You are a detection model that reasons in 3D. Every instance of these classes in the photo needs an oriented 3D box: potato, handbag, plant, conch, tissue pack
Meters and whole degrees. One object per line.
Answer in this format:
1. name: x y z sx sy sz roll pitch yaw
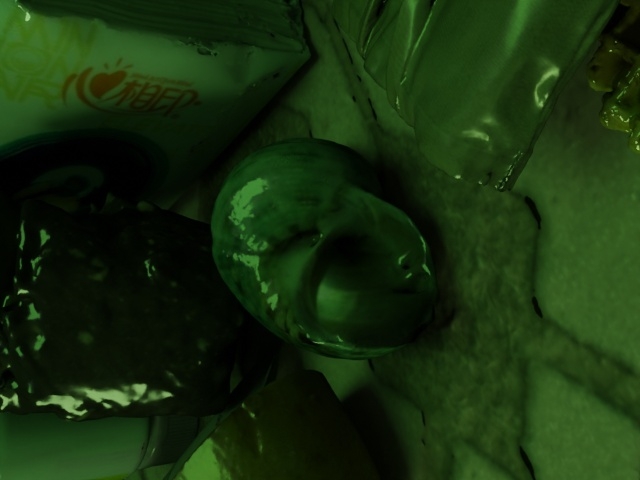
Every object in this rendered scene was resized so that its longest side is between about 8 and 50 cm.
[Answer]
1. potato: -0.017 0.222 0.714 0.158 0.178 0.203 40 95 25
2. handbag: 0.105 -0.199 0.587 0.316 0.109 0.253 -113 39 -51
3. plant: -0.200 0.056 0.824 0.188 0.276 0.199 -113 32 -74
4. conch: 0.001 0.003 0.721 0.175 0.122 0.188 -11 78 20
5. tissue pack: -0.235 -0.129 0.880 0.388 0.287 0.162 -40 61 42

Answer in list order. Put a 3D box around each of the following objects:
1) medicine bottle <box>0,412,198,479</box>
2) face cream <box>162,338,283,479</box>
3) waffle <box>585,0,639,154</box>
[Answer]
1. medicine bottle: -0.250 0.180 0.937 0.139 0.225 0.139 -1 89 51
2. face cream: -0.107 0.235 0.867 0.314 0.089 0.143 -58 5 31
3. waffle: 0.227 -0.137 0.502 0.194 0.051 0.149 -29 64 47
